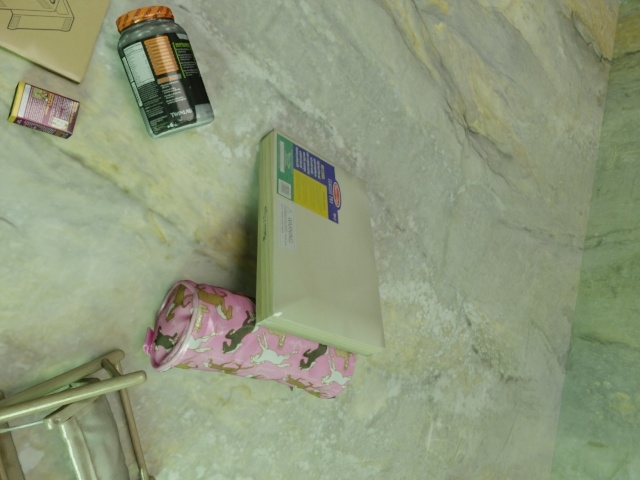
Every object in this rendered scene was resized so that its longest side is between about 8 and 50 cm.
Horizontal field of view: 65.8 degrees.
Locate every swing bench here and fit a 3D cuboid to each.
[{"bbox_3d":[-0.364,0.329,0.702,0.255,0.165,0.253,-16,100,-33],"label":"swing bench"}]

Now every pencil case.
[{"bbox_3d":[-0.112,0.188,0.903,0.386,0.160,0.167,24,91,-37],"label":"pencil case"}]

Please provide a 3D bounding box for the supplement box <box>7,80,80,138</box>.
[{"bbox_3d":[-0.413,-0.193,0.741,0.083,0.043,0.055,16,79,-37],"label":"supplement box"}]

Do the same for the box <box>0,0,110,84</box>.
[{"bbox_3d":[-0.437,-0.354,0.740,0.201,0.021,0.164,22,76,-36],"label":"box"}]

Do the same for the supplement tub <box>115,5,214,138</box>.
[{"bbox_3d":[-0.259,-0.275,0.822,0.117,0.117,0.190,-26,105,-37],"label":"supplement tub"}]

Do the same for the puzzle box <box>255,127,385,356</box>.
[{"bbox_3d":[0.000,0.000,0.963,0.272,0.052,0.409,24,49,-36],"label":"puzzle box"}]
